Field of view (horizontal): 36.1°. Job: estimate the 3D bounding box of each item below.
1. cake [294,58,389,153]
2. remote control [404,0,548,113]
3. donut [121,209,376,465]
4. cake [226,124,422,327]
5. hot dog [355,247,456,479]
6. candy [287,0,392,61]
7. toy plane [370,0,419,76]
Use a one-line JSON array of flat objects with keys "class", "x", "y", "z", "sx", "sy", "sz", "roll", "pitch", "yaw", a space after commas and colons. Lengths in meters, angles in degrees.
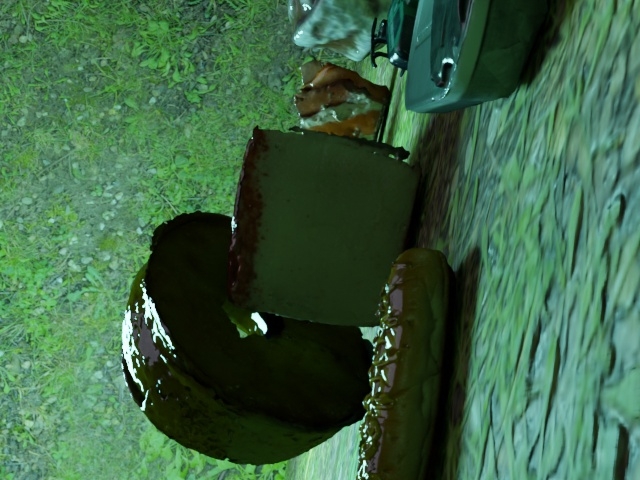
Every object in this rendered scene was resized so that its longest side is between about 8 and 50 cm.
[{"class": "cake", "x": 0.048, "y": -0.127, "z": 1.449, "sx": 0.098, "sy": 0.135, "sz": 0.287, "roll": -92, "pitch": -9, "yaw": -58}, {"class": "remote control", "x": 0.085, "y": -0.128, "z": 0.586, "sx": 0.247, "sy": 0.052, "sz": 0.104, "roll": -101, "pitch": 20, "yaw": -84}, {"class": "donut", "x": -0.075, "y": 0.096, "z": 0.919, "sx": 0.107, "sy": 0.272, "sz": 0.272, "roll": -52, "pitch": 16, "yaw": 28}, {"class": "cake", "x": 0.000, "y": 0.000, "z": 0.941, "sx": 0.262, "sy": 0.158, "sz": 0.159, "roll": 97, "pitch": -176, "yaw": -84}, {"class": "hot dog", "x": 0.050, "y": 0.087, "z": 0.588, "sx": 0.071, "sy": 0.045, "sz": 0.165, "roll": 111, "pitch": 170, "yaw": -71}, {"class": "candy", "x": 0.056, "y": -0.367, "z": 1.218, "sx": 0.214, "sy": 0.157, "sz": 0.289, "roll": -164, "pitch": 91, "yaw": -74}, {"class": "toy plane", "x": 0.090, "y": -0.229, "z": 0.928, "sx": 0.096, "sy": 0.060, "sz": 0.235, "roll": 113, "pitch": 167, "yaw": -44}]
